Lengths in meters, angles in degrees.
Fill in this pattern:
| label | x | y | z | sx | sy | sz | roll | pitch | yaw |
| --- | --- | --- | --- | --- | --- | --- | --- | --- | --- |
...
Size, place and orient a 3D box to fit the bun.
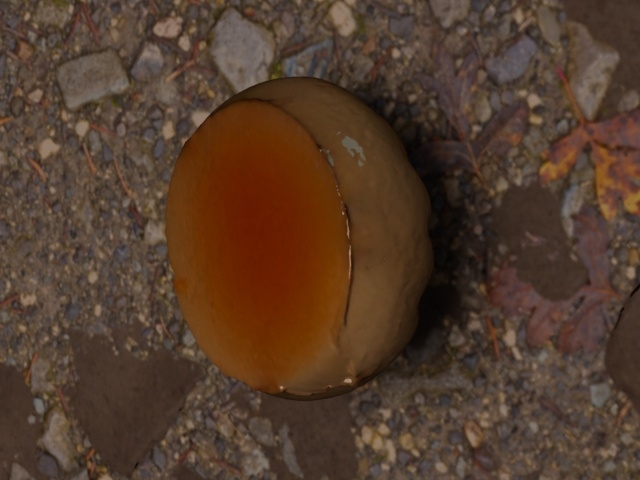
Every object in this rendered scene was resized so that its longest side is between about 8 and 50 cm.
| label | x | y | z | sx | sy | sz | roll | pitch | yaw |
| --- | --- | --- | --- | --- | --- | --- | --- | --- | --- |
| bun | 0.000 | 0.000 | 1.700 | 0.299 | 0.164 | 0.299 | 12 | 105 | 49 |
